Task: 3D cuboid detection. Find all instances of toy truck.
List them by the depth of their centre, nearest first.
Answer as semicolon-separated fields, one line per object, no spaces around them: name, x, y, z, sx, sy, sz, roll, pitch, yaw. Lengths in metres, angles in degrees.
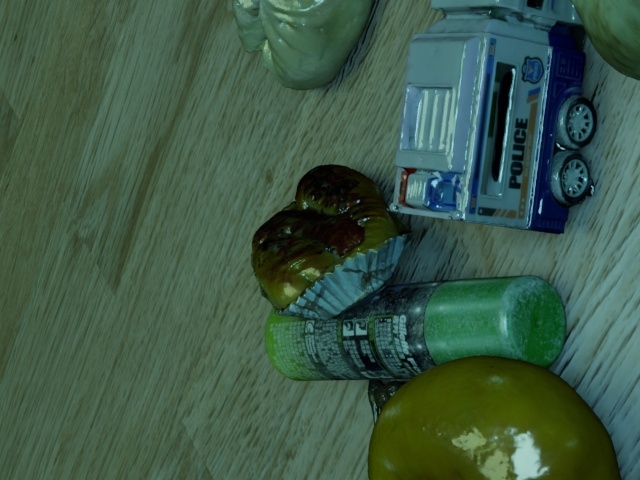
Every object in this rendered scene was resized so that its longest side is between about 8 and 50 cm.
toy truck;0.151;-0.146;1.194;0.124;0.155;0.268;9;94;51

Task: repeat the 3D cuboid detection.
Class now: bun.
bun;-0.034;-0.267;1.533;0.178;0.127;0.193;49;127;45

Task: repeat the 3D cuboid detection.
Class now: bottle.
bottle;0.082;0.087;1.319;0.330;0.093;0.093;-7;80;49

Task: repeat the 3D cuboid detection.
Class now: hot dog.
hot dog;0.000;0.000;1.394;0.162;0.082;0.270;-34;20;0

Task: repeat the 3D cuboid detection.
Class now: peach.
peach;0.141;0.217;1.163;0.251;0.153;0.251;10;106;39

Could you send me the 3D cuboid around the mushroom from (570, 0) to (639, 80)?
mushroom;0.241;-0.284;0.981;0.352;0.260;0.352;172;90;-84

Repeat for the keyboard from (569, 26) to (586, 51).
keyboard;0.213;-0.166;1.256;0.074;0.015;0.197;25;107;50

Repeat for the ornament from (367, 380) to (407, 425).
ornament;0.068;0.146;1.415;0.073;0.028;0.125;-20;70;56
